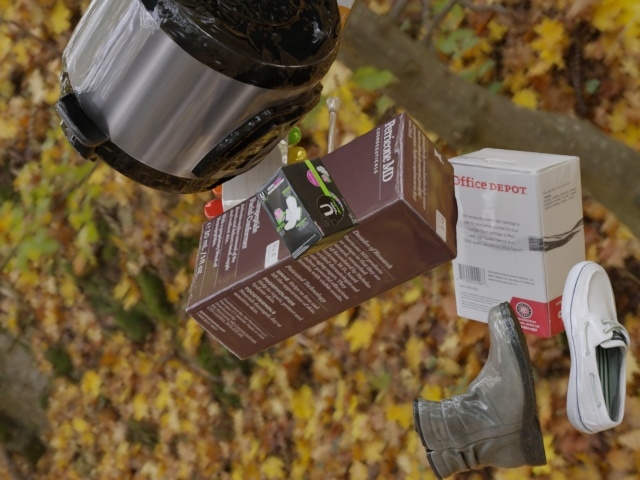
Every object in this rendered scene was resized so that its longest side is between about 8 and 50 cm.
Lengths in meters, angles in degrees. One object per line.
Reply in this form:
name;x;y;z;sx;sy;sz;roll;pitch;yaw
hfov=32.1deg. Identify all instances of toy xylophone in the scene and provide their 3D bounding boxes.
toy xylophone;-0.078;-0.151;1.983;0.081;0.236;0.323;73;-158;-54

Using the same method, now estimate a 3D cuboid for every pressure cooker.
pressure cooker;-0.209;-0.285;1.783;0.420;0.370;0.375;-44;37;42

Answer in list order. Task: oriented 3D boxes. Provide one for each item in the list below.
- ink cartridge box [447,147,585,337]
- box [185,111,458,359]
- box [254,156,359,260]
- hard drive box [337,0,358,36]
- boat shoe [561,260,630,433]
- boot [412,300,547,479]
ink cartridge box;0.314;-0.004;1.791;0.114;0.273;0.197;-22;22;-37
box;0.000;0.000;1.569;0.381;0.143;0.191;-27;36;26
box;-0.014;-0.032;1.119;0.062;0.083;0.052;-20;-14;-47
hard drive box;-0.041;-0.471;1.984;0.089;0.232;0.181;-64;-1;-70
boat shoe;0.367;0.134;1.436;0.076;0.083;0.226;-21;66;58
boot;0.189;0.200;1.392;0.161;0.246;0.083;-9;26;9
